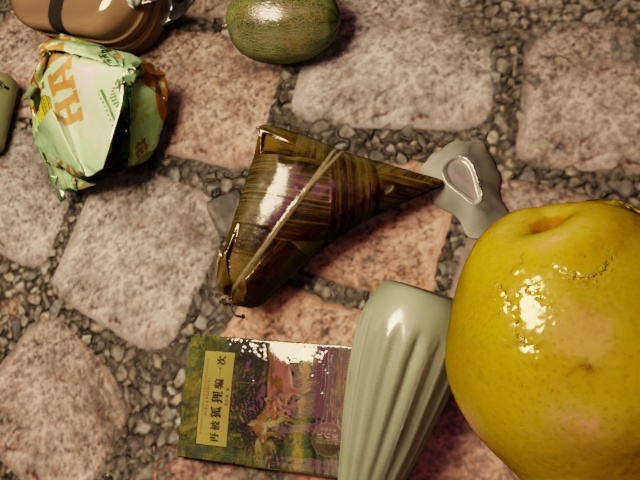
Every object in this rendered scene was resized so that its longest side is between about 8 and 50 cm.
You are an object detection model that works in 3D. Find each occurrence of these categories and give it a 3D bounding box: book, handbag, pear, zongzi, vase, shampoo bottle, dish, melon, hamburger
[{"bbox_3d":[-0.067,0.205,0.936,0.228,0.024,0.160,3,79,17],"label":"book"},{"bbox_3d":[-0.286,-0.422,1.077,0.283,0.149,0.301,19,93,18],"label":"handbag"},{"bbox_3d":[0.268,0.124,0.740,0.285,0.285,0.336,5,114,19],"label":"pear"},{"bbox_3d":[0.000,0.000,0.926,0.241,0.111,0.247,19,87,16],"label":"zongzi"},{"bbox_3d":[0.085,0.175,0.848,0.128,0.128,0.248,16,90,21],"label":"vase"},{"bbox_3d":[-0.523,-0.180,1.148,0.079,0.079,0.162,4,77,18],"label":"shampoo bottle"},{"bbox_3d":[0.180,-0.067,0.918,0.091,0.039,0.137,-28,68,9],"label":"dish"},{"bbox_3d":[-0.056,-0.299,1.013,0.167,0.114,0.114,1,77,17],"label":"melon"},{"bbox_3d":[-0.328,-0.166,1.058,0.214,0.125,0.235,17,109,30],"label":"hamburger"}]
